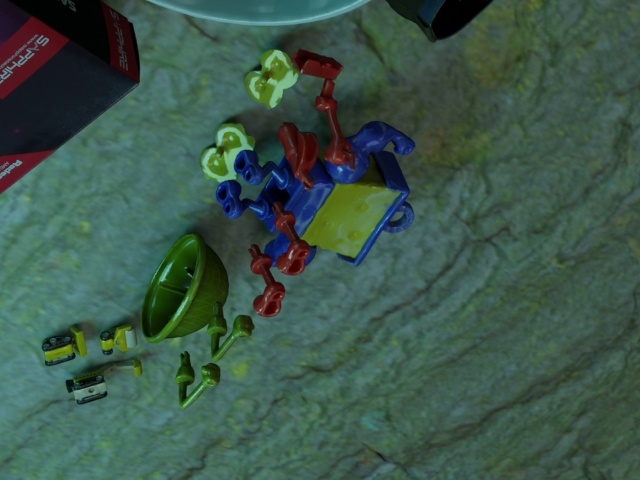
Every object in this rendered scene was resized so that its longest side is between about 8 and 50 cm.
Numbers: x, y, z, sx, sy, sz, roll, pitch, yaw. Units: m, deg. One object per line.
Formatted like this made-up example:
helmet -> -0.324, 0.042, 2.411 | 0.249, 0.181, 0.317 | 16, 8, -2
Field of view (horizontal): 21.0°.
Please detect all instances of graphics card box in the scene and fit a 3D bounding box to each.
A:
graphics card box -> -0.354, -0.172, 1.390 | 0.233, 0.094, 0.371 | -34, 136, 23

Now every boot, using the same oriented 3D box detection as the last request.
boot -> 0.159, -0.264, 1.569 | 0.219, 0.106, 0.082 | -35, 136, 8

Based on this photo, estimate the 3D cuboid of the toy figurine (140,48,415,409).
toy figurine -> 0.000, 0.000, 1.688 | 0.217, 0.191, 0.362 | 7, 127, -37

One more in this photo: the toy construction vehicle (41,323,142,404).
toy construction vehicle -> -0.237, 0.120, 1.789 | 0.098, 0.035, 0.086 | -18, 125, -14

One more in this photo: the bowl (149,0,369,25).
bowl -> -0.062, -0.312, 1.219 | 0.311, 0.163, 0.311 | 11, 147, 7
